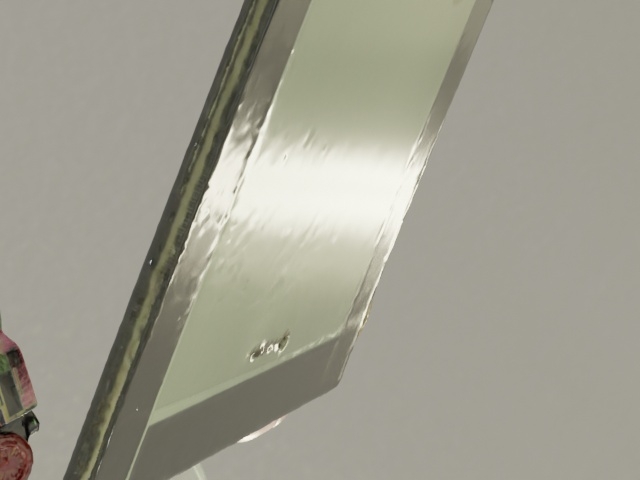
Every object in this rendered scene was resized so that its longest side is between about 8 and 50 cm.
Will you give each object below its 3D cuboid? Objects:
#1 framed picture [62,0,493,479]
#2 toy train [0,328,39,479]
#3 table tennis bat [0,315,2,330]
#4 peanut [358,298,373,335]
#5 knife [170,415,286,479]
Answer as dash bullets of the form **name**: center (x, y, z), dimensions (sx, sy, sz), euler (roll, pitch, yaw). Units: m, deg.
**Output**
- **framed picture**: center (0.020, -0.073, 0.710), dimensions (0.016, 0.347, 0.265), euler (25, -164, 15)
- **toy train**: center (-0.200, 0.099, 0.920), dimensions (0.138, 0.050, 0.087), euler (-29, -66, -36)
- **table tennis bat**: center (-0.336, 0.032, 1.302), dimensions (0.257, 0.160, 0.039), euler (41, 171, -10)
- **peanut**: center (0.000, 0.000, 1.773), dimensions (0.103, 0.098, 0.229), euler (-13, -80, -35)
- **knife**: center (-0.078, 0.107, 1.033), dimensions (0.043, 0.336, 0.081), euler (-31, -97, -24)
